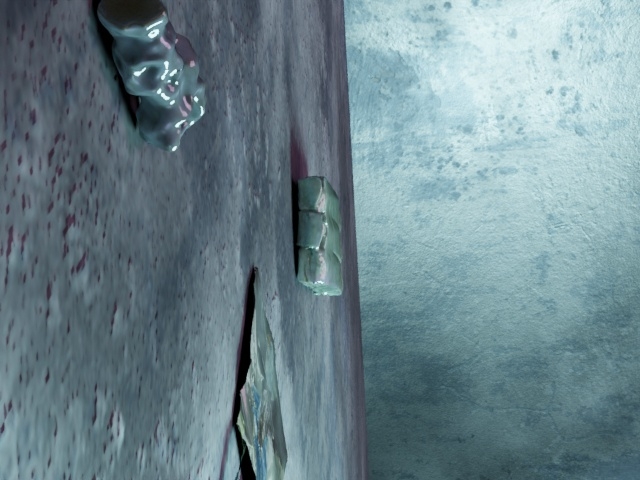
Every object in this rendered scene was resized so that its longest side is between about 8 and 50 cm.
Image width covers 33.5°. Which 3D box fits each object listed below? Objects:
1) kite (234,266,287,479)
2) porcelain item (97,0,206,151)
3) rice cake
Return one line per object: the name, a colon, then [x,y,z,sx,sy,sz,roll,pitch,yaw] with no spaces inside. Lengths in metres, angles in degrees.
kite: [-0.044,0.144,0.666,0.310,0.015,0.169,-84,169,-68]
porcelain item: [-0.062,-0.064,0.402,0.083,0.028,0.036,84,22,-59]
rice cake: [-0.001,0.000,1.147,0.211,0.038,0.124,17,71,-85]
